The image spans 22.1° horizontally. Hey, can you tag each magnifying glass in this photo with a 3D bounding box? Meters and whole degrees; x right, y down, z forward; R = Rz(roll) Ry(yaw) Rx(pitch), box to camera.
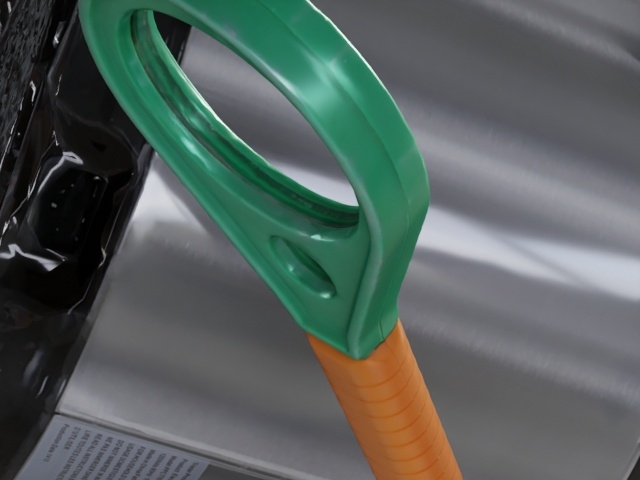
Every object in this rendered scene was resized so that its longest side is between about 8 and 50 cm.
[{"bbox_3d":[0.001,0.009,0.434,0.092,0.231,0.026,28,68,34],"label":"magnifying glass"}]

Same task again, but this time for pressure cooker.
[{"bbox_3d":[0.033,0.006,0.811,0.420,0.375,0.370,19,0,-17],"label":"pressure cooker"}]
